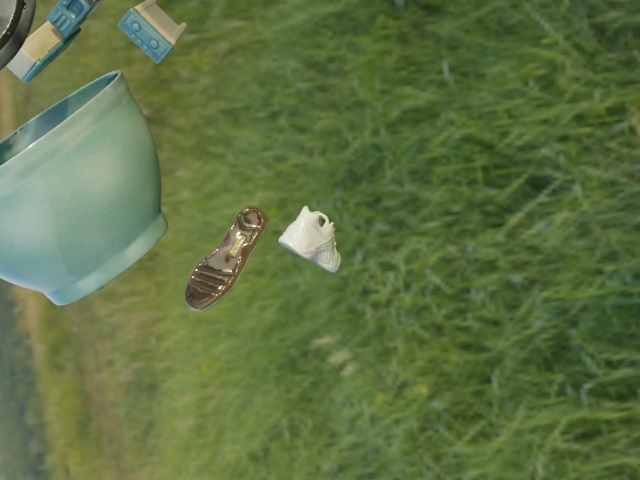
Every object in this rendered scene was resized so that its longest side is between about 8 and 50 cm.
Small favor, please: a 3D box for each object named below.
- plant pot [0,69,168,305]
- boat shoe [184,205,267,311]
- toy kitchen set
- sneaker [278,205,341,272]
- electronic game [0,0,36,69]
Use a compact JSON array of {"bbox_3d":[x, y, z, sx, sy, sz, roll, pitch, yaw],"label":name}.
[{"bbox_3d":[-0.309,-0.047,1.625,0.196,0.293,0.293,55,170,-16],"label":"plant pot"},{"bbox_3d":[-0.142,0.037,2.082,0.068,0.190,0.072,35,166,12],"label":"boat shoe"},{"bbox_3d":[-0.327,-0.283,1.941,0.166,0.122,0.207,44,134,-8],"label":"toy kitchen set"},{"bbox_3d":[0.000,0.000,1.676,0.061,0.053,0.152,-60,-21,-1],"label":"sneaker"},{"bbox_3d":[-0.428,-0.284,1.486,0.048,0.229,0.229,6,105,56],"label":"electronic game"}]
